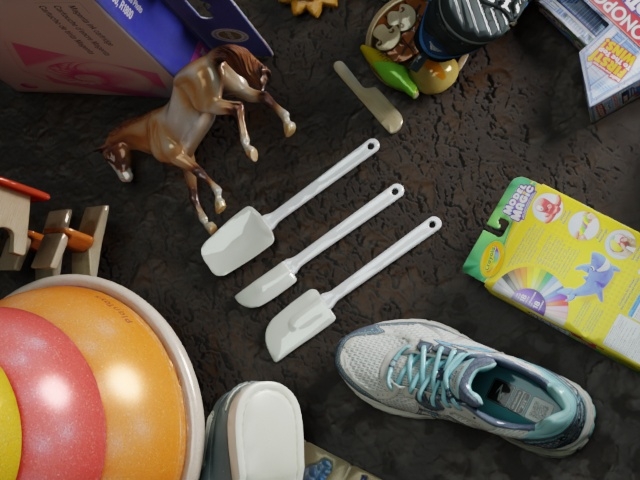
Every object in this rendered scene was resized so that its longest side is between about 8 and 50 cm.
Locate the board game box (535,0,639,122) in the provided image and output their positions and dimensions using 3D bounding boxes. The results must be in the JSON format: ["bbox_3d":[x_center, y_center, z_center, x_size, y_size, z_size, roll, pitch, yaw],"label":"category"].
[{"bbox_3d":[0.331,-0.233,1.559,0.194,0.060,0.194,-42,70,1],"label":"board game box"}]

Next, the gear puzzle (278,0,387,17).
[{"bbox_3d":[0.084,-0.384,1.670,0.339,0.044,0.175,-34,70,4],"label":"gear puzzle"}]

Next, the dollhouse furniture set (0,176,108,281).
[{"bbox_3d":[-0.406,-0.050,1.620,0.259,0.262,0.135,-4,70,46],"label":"dollhouse furniture set"}]

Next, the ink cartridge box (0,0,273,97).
[{"bbox_3d":[-0.254,-0.234,1.574,0.330,0.324,0.071,4,78,16],"label":"ink cartridge box"}]

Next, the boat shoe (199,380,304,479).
[{"bbox_3d":[-0.080,0.309,1.517,0.099,0.116,0.319,-8,77,58],"label":"boat shoe"}]

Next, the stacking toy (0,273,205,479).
[{"bbox_3d":[-0.369,0.189,1.392,0.350,0.480,0.351,-4,82,27],"label":"stacking toy"}]

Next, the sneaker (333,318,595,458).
[{"bbox_3d":[0.144,0.139,1.480,0.283,0.122,0.110,13,80,18],"label":"sneaker"}]

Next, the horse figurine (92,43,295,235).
[{"bbox_3d":[-0.133,-0.130,1.609,0.174,0.066,0.263,51,126,17],"label":"horse figurine"}]

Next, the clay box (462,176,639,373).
[{"bbox_3d":[0.275,0.035,1.509,0.222,0.053,0.127,29,85,21],"label":"clay box"}]

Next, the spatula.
[{"bbox_3d":[0.000,0.000,1.609,0.242,0.019,0.168,-37,69,4],"label":"spatula"}]

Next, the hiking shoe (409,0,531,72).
[{"bbox_3d":[0.205,-0.308,1.568,0.304,0.132,0.113,-42,96,-28],"label":"hiking shoe"}]

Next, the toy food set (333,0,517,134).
[{"bbox_3d":[0.112,-0.226,1.626,0.192,0.038,0.132,-42,70,1],"label":"toy food set"}]

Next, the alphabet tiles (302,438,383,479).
[{"bbox_3d":[-0.030,0.367,1.528,0.342,0.011,0.285,25,84,19],"label":"alphabet tiles"}]
